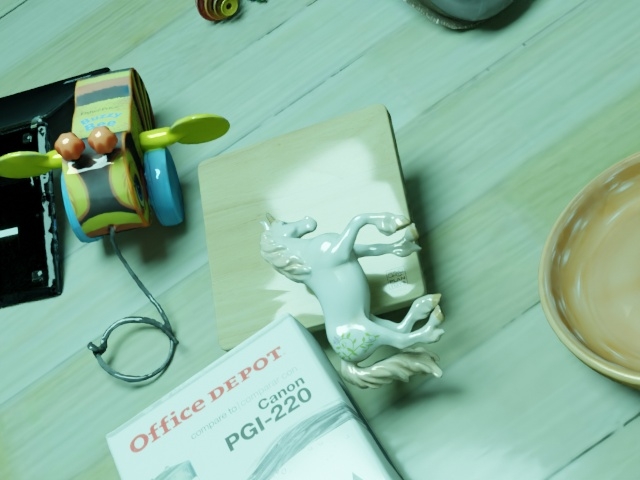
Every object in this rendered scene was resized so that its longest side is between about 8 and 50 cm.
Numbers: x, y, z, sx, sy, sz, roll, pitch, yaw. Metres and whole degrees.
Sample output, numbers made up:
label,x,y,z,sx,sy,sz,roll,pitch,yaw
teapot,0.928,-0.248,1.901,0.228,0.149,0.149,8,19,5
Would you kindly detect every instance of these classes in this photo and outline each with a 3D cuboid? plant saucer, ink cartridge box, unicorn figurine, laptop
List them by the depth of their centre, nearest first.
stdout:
label,x,y,z,sx,sy,sz,roll,pitch,yaw
ink cartridge box,-0.025,0.177,0.620,0.158,0.092,0.218,-34,47,-1
plant saucer,0.243,0.016,0.630,0.200,0.037,0.200,-20,44,21
unicorn figurine,0.019,0.026,0.666,0.111,0.060,0.162,-20,68,13
laptop,-0.339,-0.047,0.993,0.234,0.136,0.264,-12,77,19

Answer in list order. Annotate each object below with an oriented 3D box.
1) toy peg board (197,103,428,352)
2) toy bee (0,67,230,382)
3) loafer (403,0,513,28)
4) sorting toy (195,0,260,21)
label,x,y,z,sx,sy,sz,roll,pitch,yaw
toy peg board,0.000,0.000,0.763,0.161,0.079,0.161,-17,66,15
toy bee,-0.165,-0.063,0.816,0.195,0.162,0.298,-28,54,-14
loafer,0.068,-0.327,0.932,0.134,0.130,0.366,-32,64,-7
sorting toy,-0.085,-0.267,1.000,0.042,0.061,0.102,39,101,40
